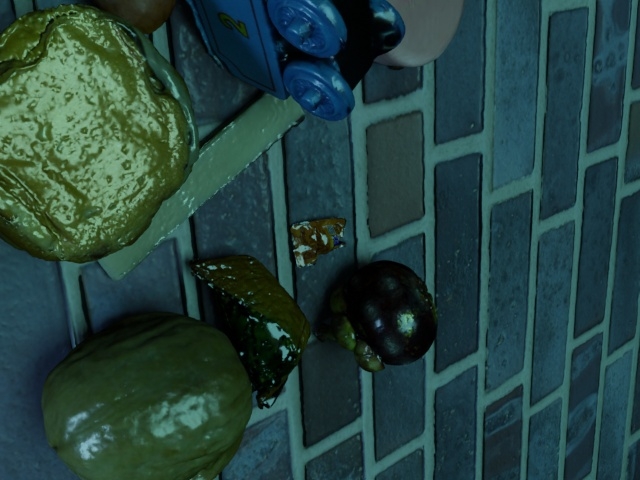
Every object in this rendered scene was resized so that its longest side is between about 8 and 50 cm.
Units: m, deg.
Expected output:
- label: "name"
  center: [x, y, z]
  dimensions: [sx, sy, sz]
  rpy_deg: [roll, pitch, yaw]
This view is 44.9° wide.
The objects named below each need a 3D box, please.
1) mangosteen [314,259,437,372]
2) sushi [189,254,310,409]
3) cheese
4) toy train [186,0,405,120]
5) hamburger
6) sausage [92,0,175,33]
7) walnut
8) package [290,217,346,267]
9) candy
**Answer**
- label: "mangosteen"
  center: [0.097, 0.140, 1.375]
  dimensions: [0.217, 0.192, 0.192]
  rpy_deg: [-25, 127, 9]
- label: "sushi"
  center: [-0.096, 0.143, 1.204]
  dimensions: [0.140, 0.149, 0.287]
  rpy_deg: [-39, 132, -22]
- label: "cheese"
  center: [-0.174, -0.101, 1.140]
  dimensions: [0.400, 0.034, 0.085]
  rpy_deg: [-45, 124, -23]
- label: "toy train"
  center: [-0.037, -0.310, 1.015]
  dimensions: [0.188, 0.265, 0.300]
  rpy_deg: [-57, 162, -17]
- label: "hamburger"
  center: [-0.298, -0.129, 0.930]
  dimensions: [0.318, 0.158, 0.319]
  rpy_deg: [-16, 115, -38]
- label: "sausage"
  center: [-0.264, -0.368, 0.921]
  dimensions: [0.113, 0.113, 0.259]
  rpy_deg: [-45, 127, -22]
- label: "walnut"
  center: [-0.230, 0.227, 1.059]
  dimensions: [0.282, 0.227, 0.283]
  rpy_deg: [6, 71, -19]
- label: "package"
  center: [0.001, 0.000, 1.326]
  dimensions: [0.110, 0.033, 0.077]
  rpy_deg: [-15, 123, -33]
- label: "candy"
  center: [0.139, -0.403, 1.280]
  dimensions: [0.255, 0.094, 0.255]
  rpy_deg: [-14, 112, -39]
